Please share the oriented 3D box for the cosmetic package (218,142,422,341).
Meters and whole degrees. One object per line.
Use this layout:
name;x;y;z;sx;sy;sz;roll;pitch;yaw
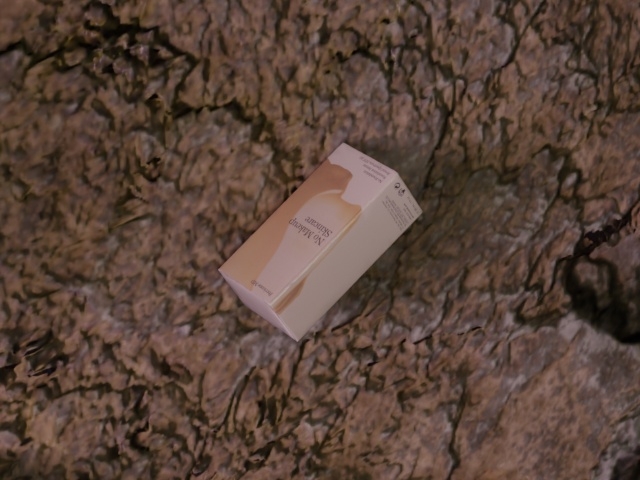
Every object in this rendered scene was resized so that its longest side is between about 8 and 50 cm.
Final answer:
cosmetic package;0.000;0.000;1.178;0.115;0.060;0.041;-47;132;-12
